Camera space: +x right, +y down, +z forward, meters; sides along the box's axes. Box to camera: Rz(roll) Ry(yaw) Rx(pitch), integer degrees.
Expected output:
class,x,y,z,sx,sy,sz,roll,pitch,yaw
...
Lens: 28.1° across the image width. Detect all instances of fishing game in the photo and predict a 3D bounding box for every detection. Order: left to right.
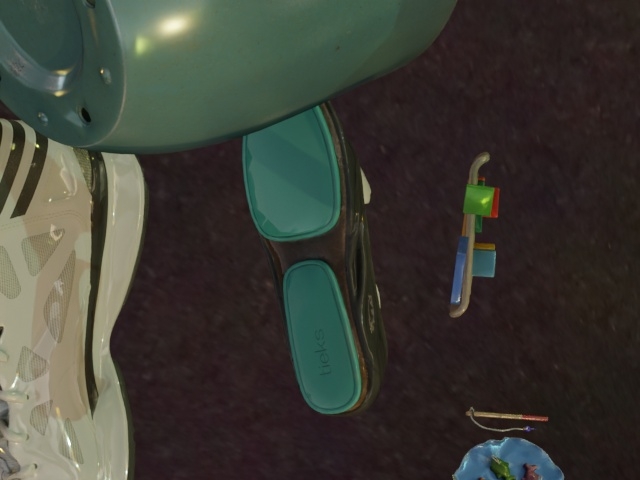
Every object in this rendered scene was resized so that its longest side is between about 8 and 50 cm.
class,x,y,z,sx,sy,sz,roll,pitch,yaw
fishing game,0.289,0.378,1.912,0.189,0.041,0.264,6,63,-13

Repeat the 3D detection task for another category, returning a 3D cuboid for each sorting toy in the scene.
class,x,y,z,sx,sy,sz,roll,pitch,yaw
sorting toy,0.197,-0.010,1.573,0.047,0.347,0.196,8,96,6

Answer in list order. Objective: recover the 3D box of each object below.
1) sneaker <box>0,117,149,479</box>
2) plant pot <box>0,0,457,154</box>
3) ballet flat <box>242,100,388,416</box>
class,x,y,z,sx,sy,sz,roll,pitch,yaw
sneaker,-0.298,0.108,1.095,0.169,0.257,0.447,-3,80,40
plant pot,-0.096,-0.188,0.783,0.293,0.293,0.235,38,52,22
ballet flat,0.000,0.000,1.018,0.095,0.096,0.280,-4,98,26
